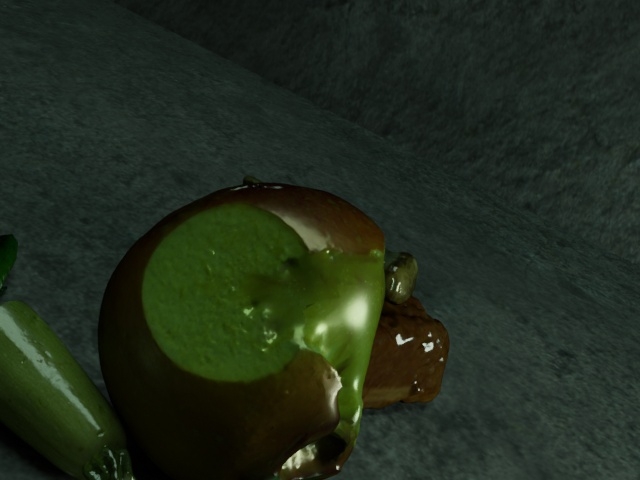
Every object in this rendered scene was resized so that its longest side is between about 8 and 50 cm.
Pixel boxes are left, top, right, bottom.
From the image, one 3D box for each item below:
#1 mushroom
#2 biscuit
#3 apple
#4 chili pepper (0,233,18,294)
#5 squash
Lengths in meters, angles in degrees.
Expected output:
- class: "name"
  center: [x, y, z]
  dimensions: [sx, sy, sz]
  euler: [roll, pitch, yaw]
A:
- class: "mushroom"
  center: [-0.001, 0.001, 2.044]
  dimensions: [0.333, 0.087, 0.107]
  euler: [29, 19, 21]
- class: "biscuit"
  center: [-0.013, 0.102, 2.136]
  dimensions: [0.343, 0.166, 0.395]
  euler: [0, 31, -47]
- class: "apple"
  center: [-0.076, 0.126, 1.634]
  dimensions: [0.374, 0.384, 0.374]
  euler: [39, 33, -31]
- class: "chili pepper"
  center: [-0.484, 0.032, 1.918]
  dimensions: [0.108, 0.062, 0.216]
  euler: [24, 16, 2]
- class: "squash"
  center: [-0.300, 0.211, 1.601]
  dimensions: [0.287, 0.137, 0.137]
  euler: [42, 23, 17]
